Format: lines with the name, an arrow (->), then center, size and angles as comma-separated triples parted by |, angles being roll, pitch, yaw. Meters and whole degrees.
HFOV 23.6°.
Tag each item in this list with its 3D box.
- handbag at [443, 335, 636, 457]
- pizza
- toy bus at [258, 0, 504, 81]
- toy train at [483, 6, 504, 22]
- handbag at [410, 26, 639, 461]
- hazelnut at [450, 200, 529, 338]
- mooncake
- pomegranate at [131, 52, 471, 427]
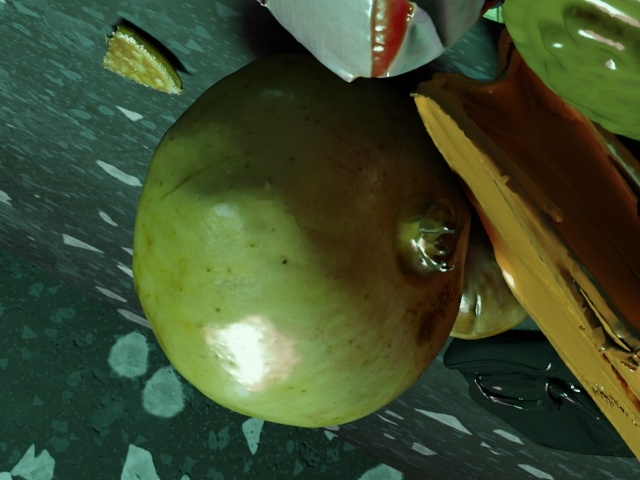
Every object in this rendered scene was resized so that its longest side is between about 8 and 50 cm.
handbag -> 0.312, 0.204, 2.044 | 0.244, 0.088, 0.275 | 36, 164, -22
pizza -> -0.192, -0.200, 1.610 | 0.100, 0.029, 0.099 | 19, 156, 17
toy bus -> 0.040, -0.215, 0.811 | 0.127, 0.147, 0.302 | 33, 151, 17
toy train -> 0.076, -0.204, 1.110 | 0.148, 0.038, 0.071 | 22, 164, 18
handbag -> 0.227, 0.024, 1.245 | 0.303, 0.116, 0.410 | 57, -178, 29
hazelnut -> 0.152, 0.023, 1.536 | 0.150, 0.150, 0.150 | 24, 165, 7
mooncake -> 0.226, -0.130, 0.970 | 0.235, 0.117, 0.235 | 21, 163, 7
pomegranate -> 0.000, 0.000, 1.388 | 0.338, 0.338, 0.338 | 24, 165, 7
